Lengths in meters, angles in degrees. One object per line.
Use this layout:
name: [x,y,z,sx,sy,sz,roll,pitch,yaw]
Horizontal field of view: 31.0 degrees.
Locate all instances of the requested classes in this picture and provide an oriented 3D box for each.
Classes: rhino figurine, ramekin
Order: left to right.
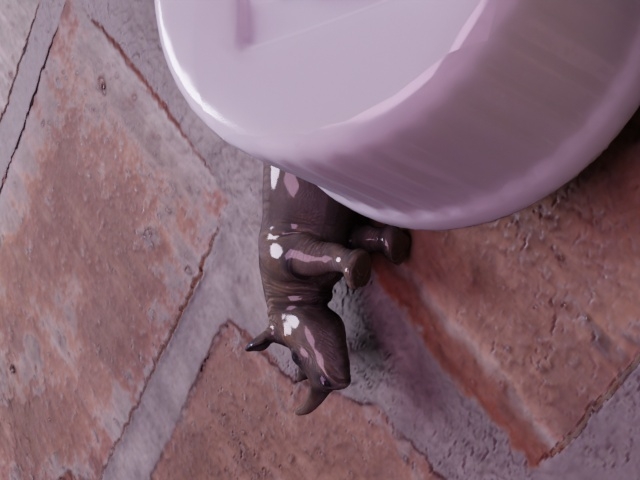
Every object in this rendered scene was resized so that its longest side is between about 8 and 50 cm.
rhino figurine: [0.000,0.000,0.774,0.106,0.073,0.243,13,102,40]
ramekin: [0.039,-0.151,0.618,0.277,0.135,0.277,-8,77,37]
